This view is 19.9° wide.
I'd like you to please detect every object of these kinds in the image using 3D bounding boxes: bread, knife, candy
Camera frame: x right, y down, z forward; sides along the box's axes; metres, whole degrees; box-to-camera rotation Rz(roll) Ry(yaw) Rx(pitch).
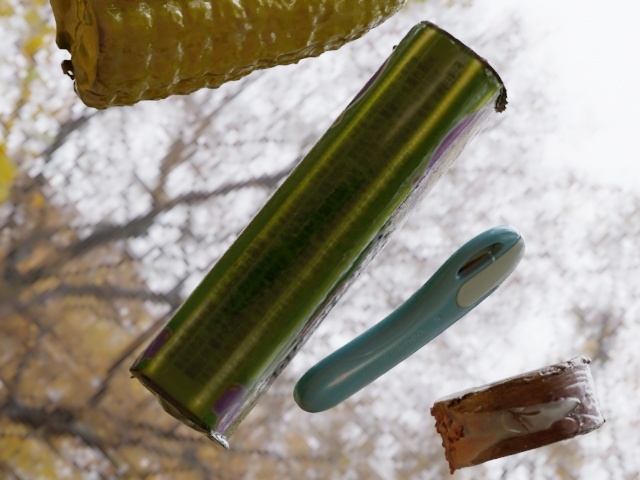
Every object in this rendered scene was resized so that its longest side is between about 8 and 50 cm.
[{"bbox_3d":[0.184,0.162,1.698,0.160,0.160,0.073,-22,-96,55],"label":"bread"},{"bbox_3d":[0.069,0.061,1.431,0.031,0.222,0.064,49,-7,40],"label":"knife"},{"bbox_3d":[-0.044,-0.134,1.004,0.106,0.198,0.094,127,-51,-68],"label":"candy"}]

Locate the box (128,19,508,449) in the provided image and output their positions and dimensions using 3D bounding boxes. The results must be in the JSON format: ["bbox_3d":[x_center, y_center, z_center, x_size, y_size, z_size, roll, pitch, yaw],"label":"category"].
[{"bbox_3d":[0.000,0.000,1.374,0.097,0.345,0.134,39,-8,6],"label":"box"}]
